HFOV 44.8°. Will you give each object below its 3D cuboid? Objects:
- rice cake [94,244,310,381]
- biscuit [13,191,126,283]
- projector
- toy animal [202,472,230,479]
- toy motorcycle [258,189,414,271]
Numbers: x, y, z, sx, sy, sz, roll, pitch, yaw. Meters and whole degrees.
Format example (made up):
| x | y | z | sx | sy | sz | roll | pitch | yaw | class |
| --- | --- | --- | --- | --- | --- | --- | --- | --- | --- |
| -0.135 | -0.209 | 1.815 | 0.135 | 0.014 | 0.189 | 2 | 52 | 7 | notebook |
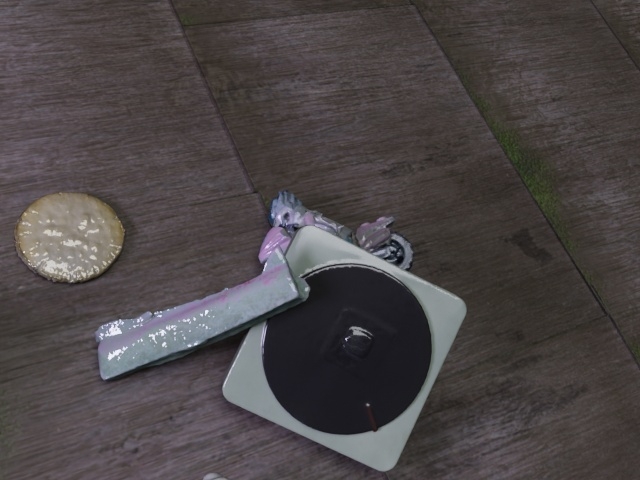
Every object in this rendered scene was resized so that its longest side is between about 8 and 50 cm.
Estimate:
| x | y | z | sx | sy | sz | roll | pitch | yaw | class |
| --- | --- | --- | --- | --- | --- | --- | --- | --- | --- |
| -0.156 | 0.098 | 1.001 | 0.290 | 0.051 | 0.081 | -24 | 85 | 4 | rice cake |
| -0.350 | -0.007 | 1.088 | 0.152 | 0.020 | 0.152 | 10 | 57 | -16 | biscuit |
| 0.031 | 0.144 | 1.058 | 0.257 | 0.079 | 0.259 | 27 | 84 | -6 | projector |
| -0.071 | 0.450 | 0.842 | 0.181 | 0.180 | 0.363 | 14 | 34 | -21 | toy animal |
| 0.001 | -0.003 | 1.167 | 0.239 | 0.108 | 0.204 | -14 | 66 | -28 | toy motorcycle |
